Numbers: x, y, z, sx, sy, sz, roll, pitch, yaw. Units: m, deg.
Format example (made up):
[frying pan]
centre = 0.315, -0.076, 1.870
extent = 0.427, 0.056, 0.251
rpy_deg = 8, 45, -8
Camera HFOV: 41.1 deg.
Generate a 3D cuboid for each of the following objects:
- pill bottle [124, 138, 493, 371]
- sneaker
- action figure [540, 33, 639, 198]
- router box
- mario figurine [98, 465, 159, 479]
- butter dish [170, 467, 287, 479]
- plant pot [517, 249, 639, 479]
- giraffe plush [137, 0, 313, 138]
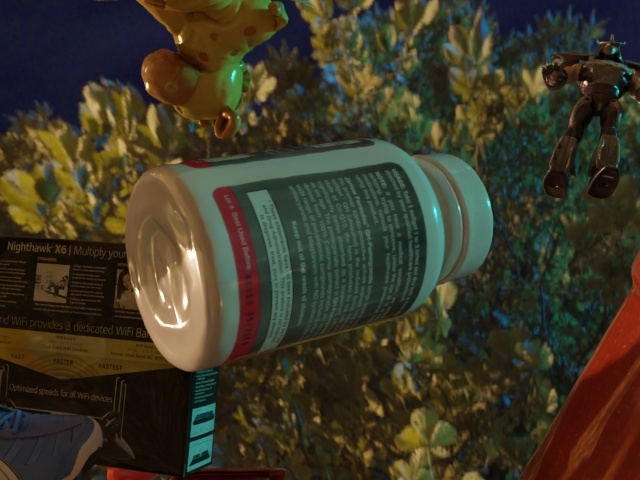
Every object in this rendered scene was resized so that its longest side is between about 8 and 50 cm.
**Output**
[pill bottle]
centre = 0.000, 0.000, 0.786
extent = 0.318, 0.176, 0.176
rpy_deg = -11, -137, -32
[sneaker]
centre = -0.248, 0.132, 0.553
extent = 0.211, 0.081, 0.080
rpy_deg = -1, -162, -21
[action figure]
centre = 0.407, -0.194, 1.246
extent = 0.185, 0.099, 0.285
rpy_deg = 8, -119, 23
[router box]
centre = -0.268, 0.121, 0.967
extent = 0.309, 0.081, 0.243
rpy_deg = 4, -93, 16
[mario figurine]
centre = -0.301, 0.219, 1.254
extent = 0.198, 0.320, 0.170
rpy_deg = -6, -160, -27
[butter dish]
centre = -0.131, 0.375, 1.115
extent = 0.160, 0.160, 0.118
rpy_deg = 8, -136, -26
[plant pot]
centre = 0.197, 0.135, 0.359
extent = 0.272, 0.272, 0.265
rpy_deg = 43, -71, 37
[giraffe plush]
centre = -0.134, -0.215, 0.959
extent = 0.210, 0.170, 0.181
rpy_deg = 17, -159, -11
